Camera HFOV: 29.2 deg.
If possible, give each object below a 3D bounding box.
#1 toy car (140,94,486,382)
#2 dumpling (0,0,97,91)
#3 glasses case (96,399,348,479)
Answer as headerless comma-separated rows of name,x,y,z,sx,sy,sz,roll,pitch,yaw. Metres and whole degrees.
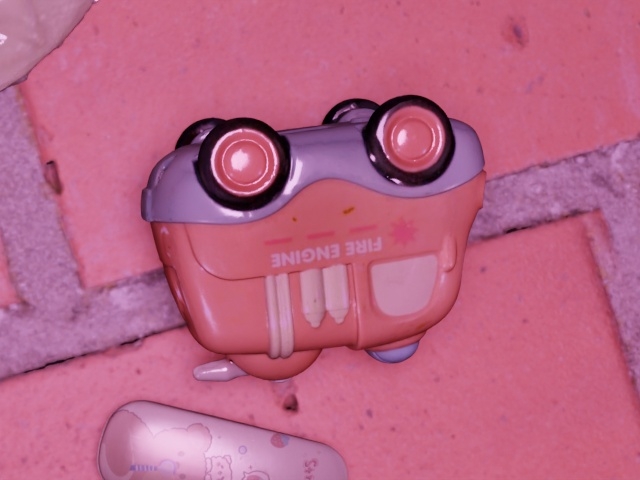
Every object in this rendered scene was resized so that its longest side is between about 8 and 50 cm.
toy car,0.000,0.000,0.968,0.270,0.180,0.212,-9,97,-12
dumpling,-0.305,-0.258,0.938,0.395,0.233,0.316,-30,123,-26
glasses case,-0.078,0.184,0.990,0.204,0.051,0.081,14,81,-10
